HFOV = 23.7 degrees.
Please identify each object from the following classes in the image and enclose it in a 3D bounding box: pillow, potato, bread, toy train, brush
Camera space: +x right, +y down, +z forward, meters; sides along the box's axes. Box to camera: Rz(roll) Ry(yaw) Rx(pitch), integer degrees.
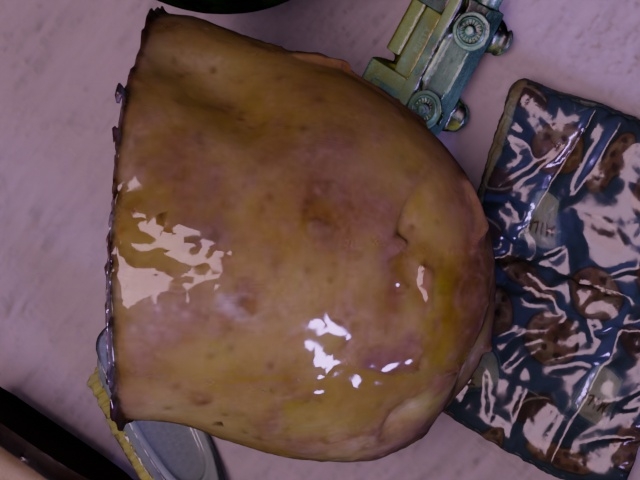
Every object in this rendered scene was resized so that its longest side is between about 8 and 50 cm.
[{"bbox_3d":[0.176,0.033,1.073,0.189,0.034,0.256,25,102,17],"label":"pillow"},{"bbox_3d":[0.000,0.000,1.029,0.237,0.301,0.289,2,119,6],"label":"potato"},{"bbox_3d":[-0.262,0.242,1.210,0.224,0.142,0.212,32,102,16],"label":"bread"},{"bbox_3d":[0.082,-0.130,1.089,0.081,0.050,0.122,34,108,24],"label":"toy train"},{"bbox_3d":[-0.103,0.203,1.190,0.060,0.068,0.297,-35,83,41],"label":"brush"}]

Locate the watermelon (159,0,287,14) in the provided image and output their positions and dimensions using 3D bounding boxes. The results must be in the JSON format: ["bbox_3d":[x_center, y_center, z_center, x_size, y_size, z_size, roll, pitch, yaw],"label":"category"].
[{"bbox_3d":[-0.068,-0.275,1.035,0.242,0.242,0.242,2,95,22],"label":"watermelon"}]
